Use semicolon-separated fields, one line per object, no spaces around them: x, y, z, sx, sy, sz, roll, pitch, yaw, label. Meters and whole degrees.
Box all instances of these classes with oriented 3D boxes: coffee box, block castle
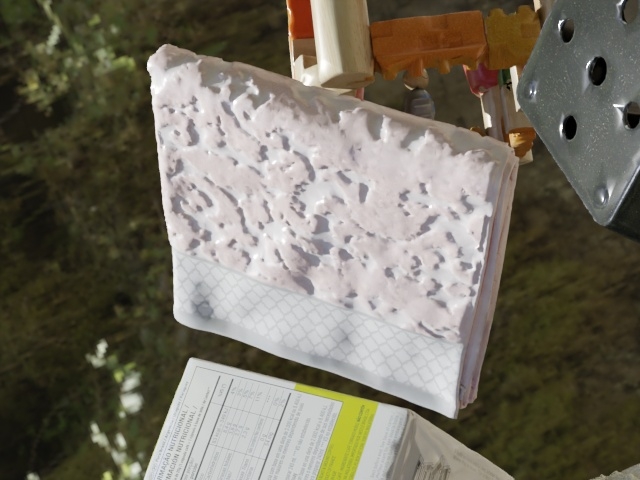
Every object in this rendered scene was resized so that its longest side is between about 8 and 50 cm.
-0.009;0.378;1.461;0.334;0.338;0.337;8;161;34;coffee box
0.116;-0.222;1.306;0.453;0.303;0.213;87;177;-78;block castle

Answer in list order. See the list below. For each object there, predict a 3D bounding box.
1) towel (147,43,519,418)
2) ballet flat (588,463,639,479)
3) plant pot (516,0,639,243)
0.000;0.000;1.068;0.332;0.053;0.317;18;133;18;towel
0.457;0.296;1.302;0.409;0.147;0.147;6;128;32;ballet flat
0.226;-0.092;0.678;0.187;0.167;0.188;-112;31;-42;plant pot
